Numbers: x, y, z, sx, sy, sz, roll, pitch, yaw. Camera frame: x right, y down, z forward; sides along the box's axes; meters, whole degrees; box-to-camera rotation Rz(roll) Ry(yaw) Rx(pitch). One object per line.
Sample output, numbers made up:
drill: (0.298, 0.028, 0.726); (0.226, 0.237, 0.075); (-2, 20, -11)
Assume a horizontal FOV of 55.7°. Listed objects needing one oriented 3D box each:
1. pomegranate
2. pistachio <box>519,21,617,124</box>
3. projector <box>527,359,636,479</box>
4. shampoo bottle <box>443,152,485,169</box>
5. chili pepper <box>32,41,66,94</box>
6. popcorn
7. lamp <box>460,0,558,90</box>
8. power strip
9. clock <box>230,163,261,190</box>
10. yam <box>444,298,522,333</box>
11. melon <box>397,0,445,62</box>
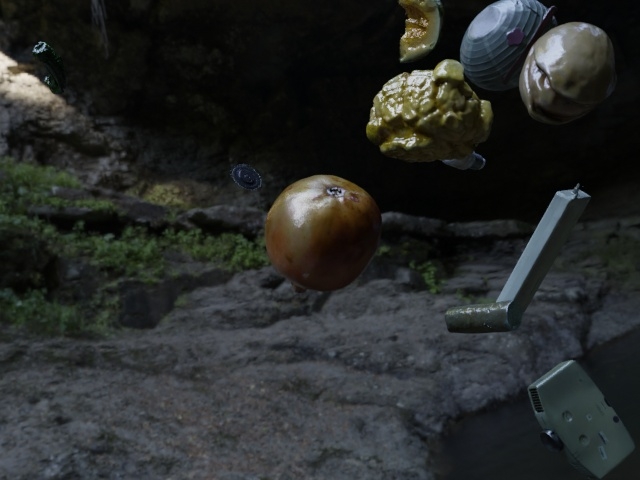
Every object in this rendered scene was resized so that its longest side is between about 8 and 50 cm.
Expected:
pomegranate: (0.000, 0.000, 1.298); (0.252, 0.229, 0.271); (-24, -38, -46)
pistachio: (0.502, -0.341, 1.222); (0.293, 0.181, 0.162); (-45, -7, -43)
projector: (0.653, 0.467, 1.555); (0.193, 0.270, 0.088); (-28, -13, -19)
shampoo bottle: (0.436, -0.248, 1.828); (0.074, 0.074, 0.192); (-19, -20, 41)
chili pepper: (-0.412, -0.260, 0.941); (0.035, 0.055, 0.118); (-39, 0, -19)
popcorn: (0.169, -0.190, 0.945); (0.194, 0.140, 0.163); (9, -16, 13)
lamp: (0.513, -0.530, 1.643); (0.265, 0.233, 0.233); (-56, -23, 17)
power strip: (0.511, 0.030, 1.405); (0.106, 0.043, 0.368); (-8, -51, -42)
clock: (-0.185, -0.157, 1.515); (0.074, 0.083, 0.010); (-28, -20, -39)
yam: (0.356, 0.171, 1.327); (0.068, 0.069, 0.169); (-7, -6, -42)
melon: (0.204, -0.430, 1.185); (0.079, 0.160, 0.128); (-25, 36, -30)
